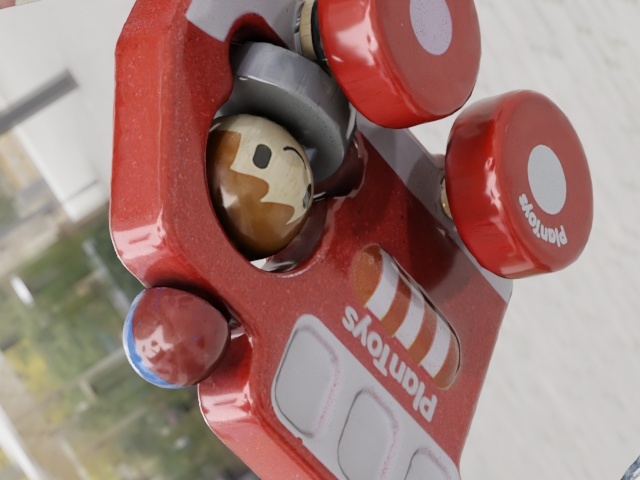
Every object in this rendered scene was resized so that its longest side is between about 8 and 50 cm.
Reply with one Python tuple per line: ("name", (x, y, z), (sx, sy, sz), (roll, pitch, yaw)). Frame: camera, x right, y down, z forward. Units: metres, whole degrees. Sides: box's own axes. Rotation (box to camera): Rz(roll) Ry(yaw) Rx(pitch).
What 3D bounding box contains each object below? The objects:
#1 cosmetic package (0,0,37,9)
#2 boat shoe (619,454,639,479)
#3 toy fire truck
("cosmetic package", (-0.276, -0.185, 1.008), (0.153, 0.296, 0.129), (96, 154, -59))
("boat shoe", (0.201, 0.078, 0.737), (0.083, 0.183, 0.065), (36, -155, -35))
("toy fire truck", (0.000, 0.000, 0.997), (0.169, 0.254, 0.302), (-12, 135, 36))
